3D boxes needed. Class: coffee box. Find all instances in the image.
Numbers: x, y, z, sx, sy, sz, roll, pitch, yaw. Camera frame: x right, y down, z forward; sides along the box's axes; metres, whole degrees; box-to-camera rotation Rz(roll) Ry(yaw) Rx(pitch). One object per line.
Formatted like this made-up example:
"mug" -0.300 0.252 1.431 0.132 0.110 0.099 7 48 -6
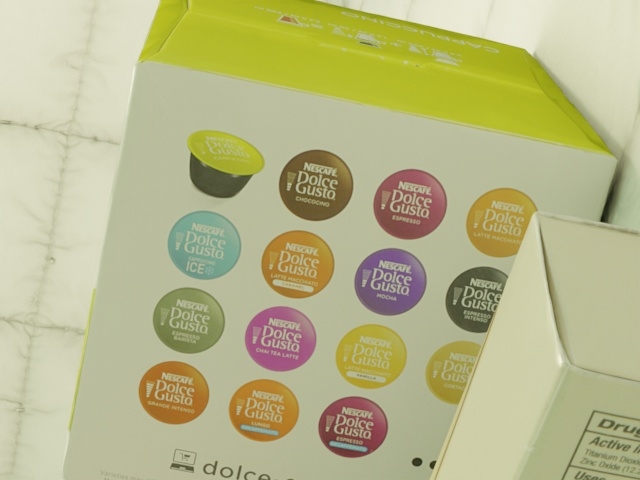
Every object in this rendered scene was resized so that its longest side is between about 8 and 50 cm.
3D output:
"coffee box" 0.000 0.000 1.133 0.338 0.337 0.334 -95 18 -69

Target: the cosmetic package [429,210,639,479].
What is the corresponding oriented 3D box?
"cosmetic package" 0.129 0.152 0.652 0.113 0.160 0.309 -90 14 -56
